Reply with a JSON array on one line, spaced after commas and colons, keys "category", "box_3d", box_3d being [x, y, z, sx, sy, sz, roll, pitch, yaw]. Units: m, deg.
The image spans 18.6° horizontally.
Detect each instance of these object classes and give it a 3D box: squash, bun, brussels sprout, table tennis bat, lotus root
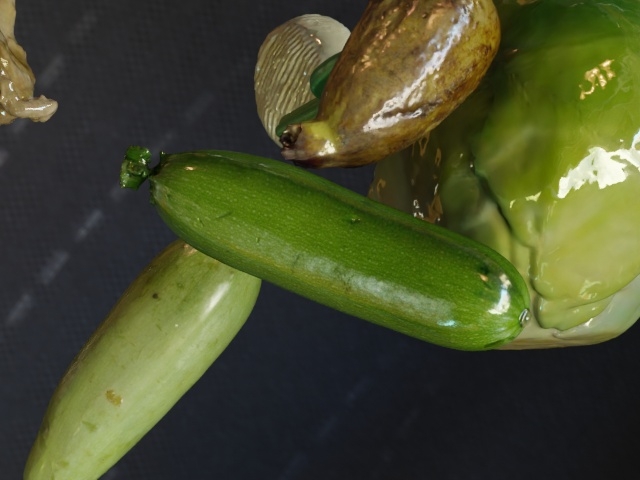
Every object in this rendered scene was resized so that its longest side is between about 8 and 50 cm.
[{"category": "squash", "box_3d": [0.000, 0.000, 1.581, 0.379, 0.101, 0.101, 20, 73, 21]}, {"category": "bun", "box_3d": [-0.001, -0.184, 2.339, 0.188, 0.111, 0.164, 44, 123, 46]}, {"category": "brussels sprout", "box_3d": [0.201, -0.065, 1.693, 0.344, 0.268, 0.344, -27, 57, 50]}, {"category": "squash", "box_3d": [-0.196, 0.137, 1.987, 0.370, 0.118, 0.118, -50, 43, 10]}, {"category": "table tennis bat", "box_3d": [0.043, -0.155, 1.993, 0.257, 0.160, 0.039, -29, 65, 45]}, {"category": "lotus root", "box_3d": [0.049, -0.107, 1.327, 0.190, 0.094, 0.108, -53, 5, -22]}]

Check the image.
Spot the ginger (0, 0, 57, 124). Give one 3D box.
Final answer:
[{"category": "ginger", "box_3d": [-0.258, -0.157, 1.192, 0.270, 0.123, 0.219, 37, 74, 5]}]
